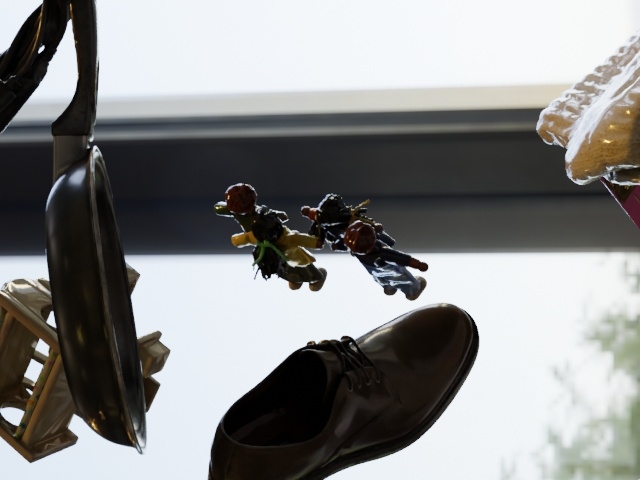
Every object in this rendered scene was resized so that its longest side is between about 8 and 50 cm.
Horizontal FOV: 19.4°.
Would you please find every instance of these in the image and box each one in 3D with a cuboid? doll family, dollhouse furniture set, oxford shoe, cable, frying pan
[{"bbox_3d":[0.000,0.000,1.496,0.111,0.193,0.076,54,-139,-55],"label":"doll family"},{"bbox_3d":[-0.190,0.063,1.536,0.161,0.101,0.182,-19,-39,-55],"label":"dollhouse furniture set"},{"bbox_3d":[0.023,0.102,1.282,0.227,0.083,0.096,-34,-32,-26],"label":"oxford shoe"},{"bbox_3d":[-0.233,-0.141,1.232,0.150,0.184,0.047,26,-161,-52],"label":"cable"},{"bbox_3d":[-0.147,-0.022,1.166,0.197,0.053,0.326,-106,7,-74],"label":"frying pan"}]

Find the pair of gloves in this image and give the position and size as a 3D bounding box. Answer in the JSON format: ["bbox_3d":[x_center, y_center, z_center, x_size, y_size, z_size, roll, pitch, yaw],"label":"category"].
[{"bbox_3d":[0.181,-0.109,0.714,0.042,0.240,0.204,47,-174,-11],"label":"pair of gloves"}]

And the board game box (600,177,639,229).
[{"bbox_3d":[0.349,0.019,1.385,0.347,0.056,0.208,53,159,15],"label":"board game box"}]

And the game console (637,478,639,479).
[{"bbox_3d":[0.178,0.211,1.115,0.107,0.071,0.122,61,-153,11],"label":"game console"}]
